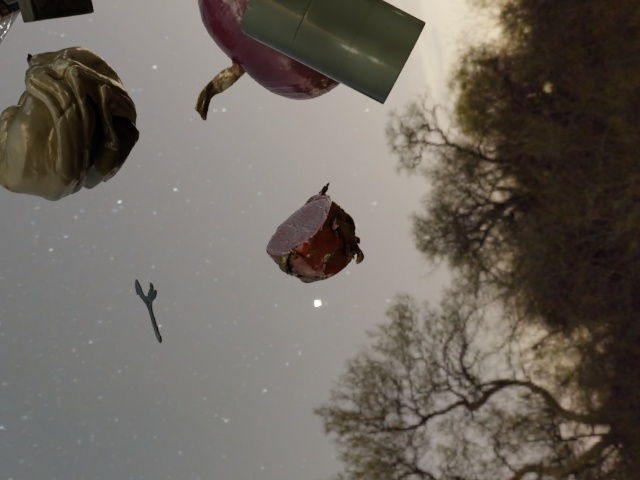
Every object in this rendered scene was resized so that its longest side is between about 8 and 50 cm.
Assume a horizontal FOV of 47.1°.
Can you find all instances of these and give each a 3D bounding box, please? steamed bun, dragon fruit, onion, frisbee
[{"bbox_3d":[-0.489,-0.221,1.461,0.320,0.206,0.275,-66,-15,-1],"label":"steamed bun"},{"bbox_3d":[0.000,0.000,1.726,0.147,0.211,0.282,51,-136,-22],"label":"dragon fruit"},{"bbox_3d":[-0.101,-0.439,1.464,0.358,0.345,0.358,40,-136,-52],"label":"onion"},{"bbox_3d":[-0.479,0.177,2.073,0.012,0.187,0.211,-16,-110,-28],"label":"frisbee"}]

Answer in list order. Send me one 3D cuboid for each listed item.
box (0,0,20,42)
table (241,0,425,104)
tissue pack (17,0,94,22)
[{"bbox_3d":[-0.733,-0.413,1.491,0.071,0.168,0.259,42,-149,-12],"label":"box"},{"bbox_3d":[0.017,-0.289,0.996,0.126,0.220,0.126,-62,1,1],"label":"table"},{"bbox_3d":[-0.557,-0.522,1.531,0.156,0.051,0.112,-33,-58,-49],"label":"tissue pack"}]
